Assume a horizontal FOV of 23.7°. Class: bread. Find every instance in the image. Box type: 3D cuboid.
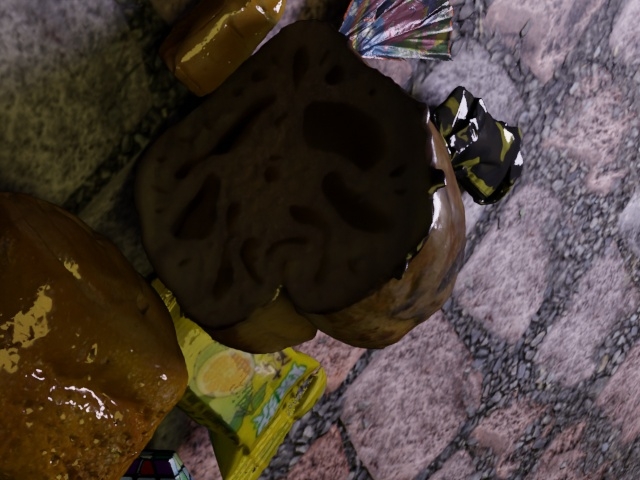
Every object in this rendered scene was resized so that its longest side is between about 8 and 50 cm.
[{"bbox_3d":[-0.090,-0.195,1.407,0.132,0.053,0.074,-48,143,-7],"label":"bread"},{"bbox_3d":[-0.270,0.153,1.368,0.337,0.148,0.328,-49,138,-9],"label":"bread"}]

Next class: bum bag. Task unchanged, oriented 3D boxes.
[{"bbox_3d":[0.178,-0.106,1.774,0.107,0.060,0.232,-62,151,3],"label":"bum bag"}]

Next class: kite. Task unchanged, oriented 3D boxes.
[{"bbox_3d":[0.085,-0.263,1.563,0.234,0.016,0.321,-39,146,-21],"label":"kite"}]

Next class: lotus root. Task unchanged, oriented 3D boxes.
[{"bbox_3d":[0.000,0.000,1.446,0.316,0.316,0.250,-50,145,-8],"label":"lotus root"}]

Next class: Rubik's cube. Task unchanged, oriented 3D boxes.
[{"bbox_3d":[-0.189,0.278,1.607,0.112,0.133,0.133,-48,152,-55],"label":"Rubik's cube"}]

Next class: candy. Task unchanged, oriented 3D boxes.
[{"bbox_3d":[-0.108,0.140,1.619,0.187,0.081,0.297,-50,133,-11],"label":"candy"}]
